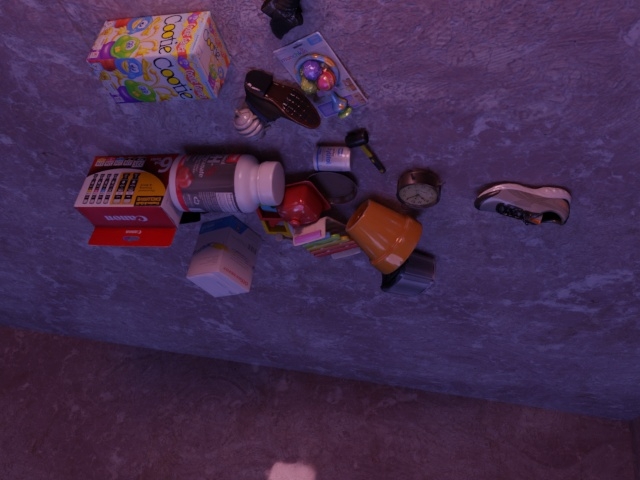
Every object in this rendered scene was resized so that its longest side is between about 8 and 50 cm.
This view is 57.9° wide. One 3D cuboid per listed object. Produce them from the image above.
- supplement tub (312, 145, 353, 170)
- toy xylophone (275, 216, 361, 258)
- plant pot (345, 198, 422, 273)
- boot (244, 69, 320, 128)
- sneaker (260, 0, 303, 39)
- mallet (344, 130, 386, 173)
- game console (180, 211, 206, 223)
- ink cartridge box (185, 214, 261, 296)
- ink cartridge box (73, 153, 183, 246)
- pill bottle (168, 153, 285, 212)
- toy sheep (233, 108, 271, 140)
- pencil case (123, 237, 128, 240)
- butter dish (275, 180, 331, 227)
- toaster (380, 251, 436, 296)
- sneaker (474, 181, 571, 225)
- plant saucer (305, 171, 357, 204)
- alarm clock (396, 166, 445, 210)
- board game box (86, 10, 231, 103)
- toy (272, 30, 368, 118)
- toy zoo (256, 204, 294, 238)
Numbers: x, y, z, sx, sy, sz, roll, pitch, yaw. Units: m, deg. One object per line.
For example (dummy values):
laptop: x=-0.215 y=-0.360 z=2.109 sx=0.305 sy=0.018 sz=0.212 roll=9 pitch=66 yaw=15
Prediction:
supplement tub: x=0.036 y=-0.233 z=1.651 sx=0.107 sy=0.071 sz=0.071 roll=2 pitch=149 yaw=12
toy xylophone: x=0.000 y=0.000 z=1.958 sx=0.236 sy=0.081 sz=0.322 roll=-18 pitch=162 yaw=31
plant pot: x=0.190 y=-0.027 z=1.854 sx=0.188 sy=0.205 sz=0.205 roll=36 pitch=144 yaw=-12
boot: x=-0.101 y=-0.342 z=1.486 sx=0.219 sy=0.082 sz=0.106 roll=36 pitch=158 yaw=-3
sneaker: x=-0.062 y=-0.502 z=1.245 sx=0.089 sy=0.051 sz=0.170 roll=32 pitch=148 yaw=-33
mallet: x=0.129 y=-0.244 z=1.645 sx=0.062 sy=0.039 sz=0.190 roll=-6 pitch=150 yaw=24
game console: x=-0.408 y=-0.115 z=1.975 sx=0.361 sy=0.044 sz=0.213 roll=-7 pitch=167 yaw=10
ink cartridge box: x=-0.350 y=0.062 z=2.108 sx=0.168 sy=0.233 sz=0.171 roll=-12 pitch=143 yaw=32
ink cartridge box: x=-0.591 y=-0.126 z=1.821 sx=0.309 sy=0.272 sz=0.130 roll=0 pitch=149 yaw=16
pill bottle: x=-0.276 y=-0.172 z=1.742 sx=0.318 sy=0.176 sz=0.176 roll=2 pitch=149 yaw=14
toy sheep: x=-0.191 y=-0.317 z=1.563 sx=0.091 sy=0.091 sz=0.132 roll=-7 pitch=151 yaw=27
pencil case: x=-0.796 y=-0.070 z=2.165 sx=0.098 sy=0.095 sz=0.209 roll=16 pitch=151 yaw=21
butter dish: x=-0.071 y=-0.095 z=1.811 sx=0.160 sy=0.118 sz=0.160 roll=-9 pitch=144 yaw=28
toaster: x=0.324 y=0.119 z=2.113 sx=0.146 sy=0.129 sz=0.227 roll=14 pitch=148 yaw=-14
sneaker: x=0.586 y=-0.099 z=1.680 sx=0.271 sy=0.108 sz=0.100 roll=4 pitch=151 yaw=13
plant saucer: x=0.034 y=-0.170 z=1.800 sx=0.168 sy=0.029 sz=0.168 roll=8 pitch=150 yaw=5
alarm clock: x=0.287 y=-0.143 z=1.736 sx=0.129 sy=0.064 sz=0.192 roll=14 pitch=147 yaw=-8
board game box: x=-0.377 y=-0.428 z=1.369 sx=0.275 sy=0.142 sz=0.144 roll=1 pitch=149 yaw=16
toy: x=0.001 y=-0.384 z=1.418 sx=0.137 sy=0.056 sz=0.237 roll=-13 pitch=143 yaw=32
toy zoo: x=-0.117 y=-0.084 z=1.990 sx=0.192 sy=0.030 sz=0.293 roll=2 pitch=149 yaw=12
